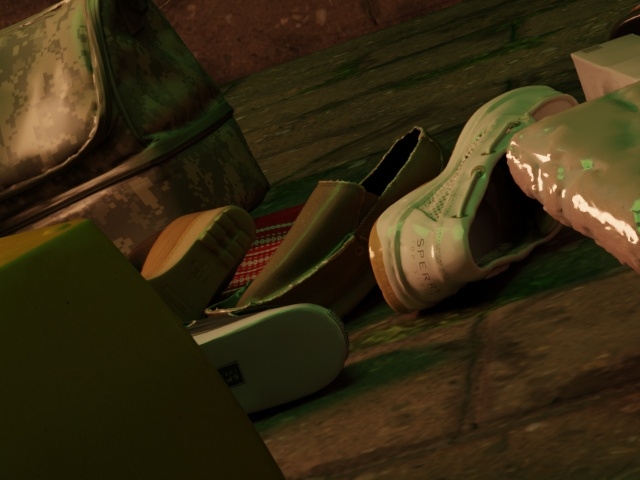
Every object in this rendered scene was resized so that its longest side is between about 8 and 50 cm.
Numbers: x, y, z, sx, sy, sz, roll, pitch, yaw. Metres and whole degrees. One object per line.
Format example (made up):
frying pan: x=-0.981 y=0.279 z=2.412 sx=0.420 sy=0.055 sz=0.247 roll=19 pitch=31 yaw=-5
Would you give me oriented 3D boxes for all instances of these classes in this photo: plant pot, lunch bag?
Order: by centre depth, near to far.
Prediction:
plant pot: x=-0.178 y=0.107 z=1.008 sx=0.212 sy=0.187 sz=0.212 roll=-12 pitch=14 yaw=37
lunch bag: x=-0.242 y=-0.080 z=1.784 sx=0.305 sy=0.256 sz=0.212 roll=-23 pitch=7 yaw=27

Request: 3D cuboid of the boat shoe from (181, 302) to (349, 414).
boat shoe: x=-0.095 y=0.088 z=1.250 sx=0.229 sy=0.080 sz=0.076 roll=-19 pitch=5 yaw=-3

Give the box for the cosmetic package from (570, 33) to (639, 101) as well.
cosmetic package: x=0.255 y=-0.097 z=1.476 sx=0.060 sy=0.098 sz=0.239 roll=-18 pitch=11 yaw=-1

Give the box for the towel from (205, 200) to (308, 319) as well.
towel: x=0.000 y=0.000 z=1.629 sx=0.199 sy=0.031 sz=0.275 roll=-20 pitch=11 yaw=4

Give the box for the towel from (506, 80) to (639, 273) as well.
towel: x=0.305 y=-0.033 z=0.958 sx=0.317 sy=0.053 sz=0.332 roll=-22 pitch=30 yaw=-17

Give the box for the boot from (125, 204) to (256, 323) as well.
boot: x=-0.163 y=0.077 z=1.475 sx=0.248 sy=0.090 sz=0.207 roll=-43 pitch=6 yaw=-35

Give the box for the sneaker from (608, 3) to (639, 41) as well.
sneaker: x=0.421 y=-0.234 z=1.869 sx=0.270 sy=0.090 sz=0.145 roll=-14 pitch=14 yaw=39

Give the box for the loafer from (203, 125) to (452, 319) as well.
loafer: x=0.006 y=-0.001 z=1.424 sx=0.251 sy=0.087 sz=0.094 roll=-35 pitch=17 yaw=-26

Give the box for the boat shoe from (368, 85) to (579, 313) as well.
boat shoe: x=0.142 y=-0.034 z=1.391 sx=0.096 sy=0.098 sz=0.277 roll=-11 pitch=23 yaw=38
